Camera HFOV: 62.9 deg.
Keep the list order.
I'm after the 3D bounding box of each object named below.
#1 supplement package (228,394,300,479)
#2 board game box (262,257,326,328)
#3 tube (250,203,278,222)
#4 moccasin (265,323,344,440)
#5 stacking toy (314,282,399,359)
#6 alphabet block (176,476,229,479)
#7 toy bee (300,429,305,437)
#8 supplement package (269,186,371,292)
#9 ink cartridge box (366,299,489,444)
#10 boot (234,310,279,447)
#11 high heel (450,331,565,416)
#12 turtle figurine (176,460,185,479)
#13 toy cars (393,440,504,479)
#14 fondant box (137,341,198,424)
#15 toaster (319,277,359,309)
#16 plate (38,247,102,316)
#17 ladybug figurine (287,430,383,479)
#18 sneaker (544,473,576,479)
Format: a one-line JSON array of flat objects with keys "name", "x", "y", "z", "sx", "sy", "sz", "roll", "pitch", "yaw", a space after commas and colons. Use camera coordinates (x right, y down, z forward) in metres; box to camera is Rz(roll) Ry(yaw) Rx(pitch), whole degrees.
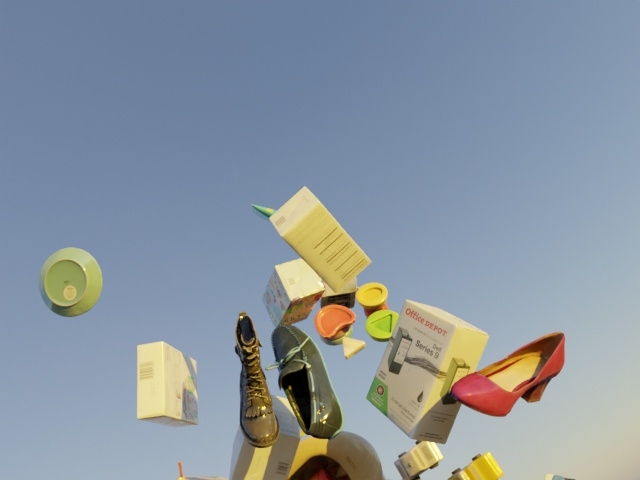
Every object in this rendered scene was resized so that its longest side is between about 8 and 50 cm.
[{"name": "supplement package", "x": -0.156, "y": 0.564, "z": 1.463, "sx": 0.149, "sy": 0.203, "sz": 0.194, "roll": 17, "pitch": -80, "yaw": -8}, {"name": "board game box", "x": -0.103, "y": 0.197, "z": 1.920, "sx": 0.142, "sy": 0.144, "sz": 0.275, "roll": -16, "pitch": -24, "yaw": -26}, {"name": "tube", "x": -0.107, "y": -0.058, "z": 1.534, "sx": 0.080, "sy": 0.207, "sz": 0.052, "roll": 97, "pitch": -166, "yaw": -67}, {"name": "moccasin", "x": -0.051, "y": 0.342, "z": 1.340, "sx": 0.116, "sy": 0.342, "sz": 0.138, "roll": 17, "pitch": -65, "yaw": -43}, {"name": "stacking toy", "x": 0.152, "y": 0.326, "z": 1.923, "sx": 0.308, "sy": 0.279, "sz": 0.130, "roll": -25, "pitch": -51, "yaw": -11}, {"name": "alphabet block", "x": -0.395, "y": 0.946, "z": 1.853, "sx": 0.193, "sy": 0.193, "sz": 0.197, "roll": 17, "pitch": -25, "yaw": -36}, {"name": "toy bee", "x": -0.137, "y": 0.731, "z": 1.857, "sx": 0.298, "sy": 0.162, "sz": 0.195, "roll": 35, "pitch": -94, "yaw": -38}, {"name": "supplement package", "x": 0.000, "y": 0.000, "z": 1.411, "sx": 0.134, "sy": 0.139, "sz": 0.244, "roll": -41, "pitch": -61, "yaw": 2}, {"name": "ink cartridge box", "x": 0.260, "y": 0.318, "z": 1.310, "sx": 0.121, "sy": 0.211, "sz": 0.289, "roll": 20, "pitch": -88, "yaw": -30}, {"name": "boot", "x": -0.164, "y": 0.327, "z": 1.243, "sx": 0.091, "sy": 0.263, "sz": 0.229, "roll": -11, "pitch": -53, "yaw": -13}, {"name": "high heel", "x": 0.437, "y": 0.289, "z": 1.208, "sx": 0.377, "sy": 0.127, "sz": 0.181, "roll": 7, "pitch": -74, "yaw": -45}, {"name": "turtle figurine", "x": -0.484, "y": 0.889, "z": 1.725, "sx": 0.087, "sy": 0.270, "sz": 0.217, "roll": 20, "pitch": -14, "yaw": -32}, {"name": "toy cars", "x": 0.396, "y": 0.755, "z": 1.717, "sx": 0.393, "sy": 0.177, "sz": 0.087, "roll": -2, "pitch": -6, "yaw": 42}, {"name": "fondant box", "x": -0.523, "y": 0.508, "z": 1.815, "sx": 0.096, "sy": 0.238, "sz": 0.330, "roll": -11, "pitch": -25, "yaw": 4}, {"name": "toaster", "x": 0.062, "y": 0.205, "z": 2.142, "sx": 0.185, "sy": 0.110, "sz": 0.168, "roll": -8, "pitch": -32, "yaw": -5}, {"name": "plate", "x": -0.677, "y": 0.112, "z": 1.405, "sx": 0.188, "sy": 0.188, "sz": 0.024, "roll": -35, "pitch": -8, "yaw": 5}, {"name": "ladybug figurine", "x": 0.013, "y": 0.746, "z": 1.573, "sx": 0.449, "sy": 0.305, "sz": 0.162, "roll": -46, "pitch": -19, "yaw": 17}, {"name": "sneaker", "x": 0.541, "y": 0.596, "z": 1.174, "sx": 0.084, "sy": 0.058, "sz": 0.152, "roll": -11, "pitch": 22, "yaw": 39}]
